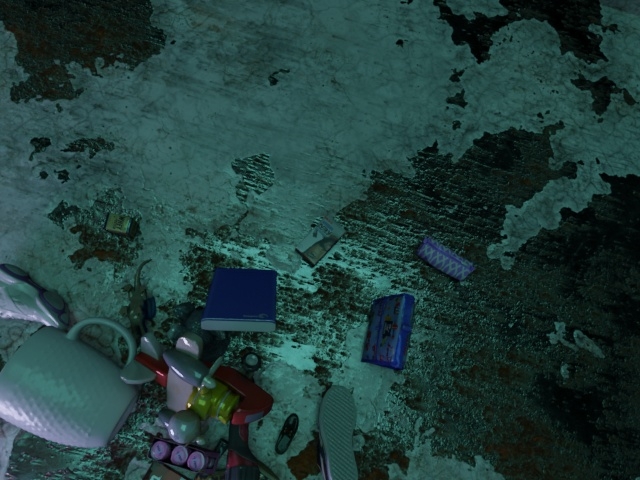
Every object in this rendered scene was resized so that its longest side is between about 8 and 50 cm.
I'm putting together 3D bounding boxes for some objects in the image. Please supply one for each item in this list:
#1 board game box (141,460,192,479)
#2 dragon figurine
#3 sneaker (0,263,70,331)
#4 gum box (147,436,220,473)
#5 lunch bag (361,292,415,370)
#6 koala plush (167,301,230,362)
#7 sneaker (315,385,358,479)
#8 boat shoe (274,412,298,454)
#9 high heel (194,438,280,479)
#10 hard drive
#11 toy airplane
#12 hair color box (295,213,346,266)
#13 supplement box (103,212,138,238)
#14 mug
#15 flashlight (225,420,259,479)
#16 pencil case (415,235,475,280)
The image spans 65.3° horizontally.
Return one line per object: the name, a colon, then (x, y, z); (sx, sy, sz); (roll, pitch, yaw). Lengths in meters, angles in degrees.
board game box: (-0.523, 0.832, 1.517); (0.145, 0.027, 0.281); (30, 76, 3)
dragon figurine: (-0.588, 0.211, 1.624); (0.085, 0.144, 0.289); (-4, 58, -5)
sneaker: (-0.933, 0.209, 1.592); (0.305, 0.114, 0.152); (36, 90, 7)
gum box: (-0.403, 0.645, 1.495); (0.189, 0.107, 0.062); (6, 68, 20)
lunch bag: (0.240, 0.293, 1.585); (0.138, 0.293, 0.220); (14, 76, -3)
koala plush: (-0.368, 0.284, 1.560); (0.196, 0.221, 0.203); (0, 77, -6)
sneaker: (0.046, 0.632, 1.583); (0.126, 0.127, 0.321); (8, 51, -10)
boat shoe: (-0.105, 0.622, 1.603); (0.049, 0.042, 0.133); (26, 74, 2)
high heel: (-0.253, 0.759, 1.532); (0.261, 0.093, 0.186); (30, 78, 8)
hard drive: (-0.244, 0.177, 1.569); (0.210, 0.318, 0.040); (3, 114, -5)
toy airplane: (-0.375, 0.424, 1.396); (0.385, 0.386, 0.272); (-19, 36, 24)
hair color box: (0.000, 0.000, 1.752); (0.093, 0.053, 0.167); (42, 77, 4)
supplement box: (-0.669, -0.049, 1.677); (0.083, 0.083, 0.056); (12, 77, -4)
mug: (-0.700, 0.405, 1.468); (0.328, 0.276, 0.374); (29, 80, -3)
flashlight: (-0.230, 0.586, 1.518); (0.103, 0.103, 0.304); (-23, 46, 23)
pencil case: (0.440, 0.065, 1.766); (0.206, 0.088, 0.086); (29, 77, 2)
